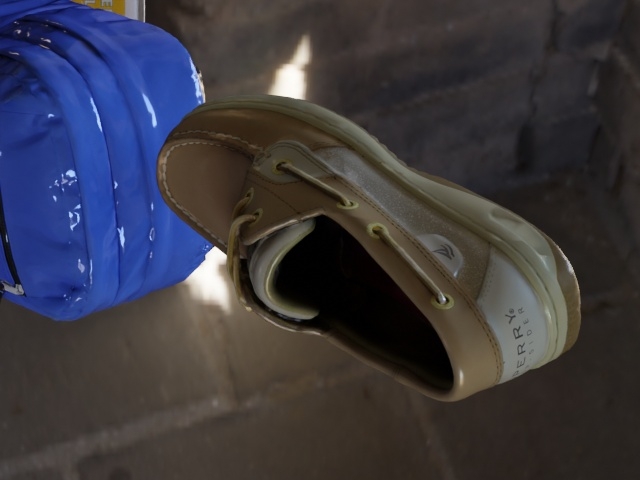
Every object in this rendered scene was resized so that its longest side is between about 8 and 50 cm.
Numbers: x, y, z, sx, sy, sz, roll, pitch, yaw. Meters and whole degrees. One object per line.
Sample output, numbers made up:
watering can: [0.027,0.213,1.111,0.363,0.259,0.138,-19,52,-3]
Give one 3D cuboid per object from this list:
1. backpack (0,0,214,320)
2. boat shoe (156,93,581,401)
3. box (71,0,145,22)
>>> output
backpack: [-0.095,-0.022,0.530,0.120,0.098,0.101,17,34,42]
boat shoe: [0.000,0.000,0.419,0.135,0.050,0.045,23,41,39]
box: [-0.193,-0.138,0.856,0.203,0.114,0.103,0,96,-6]
